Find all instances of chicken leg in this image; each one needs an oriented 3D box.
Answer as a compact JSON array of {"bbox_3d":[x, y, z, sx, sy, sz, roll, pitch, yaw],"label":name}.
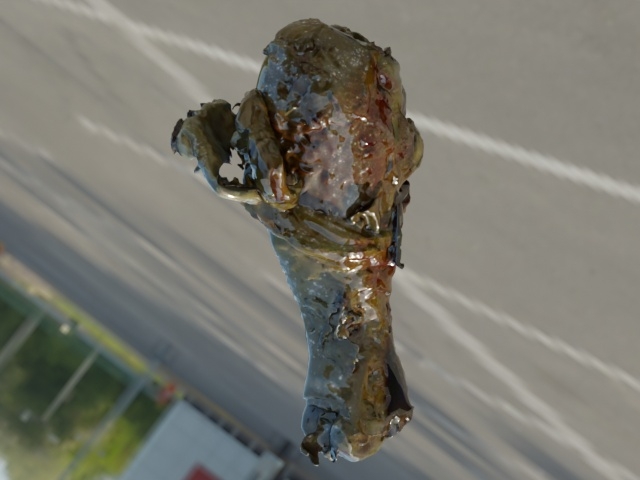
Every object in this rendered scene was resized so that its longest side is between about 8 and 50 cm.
[{"bbox_3d":[0.004,-0.004,0.819,0.080,0.125,0.196,2,121,35],"label":"chicken leg"}]
